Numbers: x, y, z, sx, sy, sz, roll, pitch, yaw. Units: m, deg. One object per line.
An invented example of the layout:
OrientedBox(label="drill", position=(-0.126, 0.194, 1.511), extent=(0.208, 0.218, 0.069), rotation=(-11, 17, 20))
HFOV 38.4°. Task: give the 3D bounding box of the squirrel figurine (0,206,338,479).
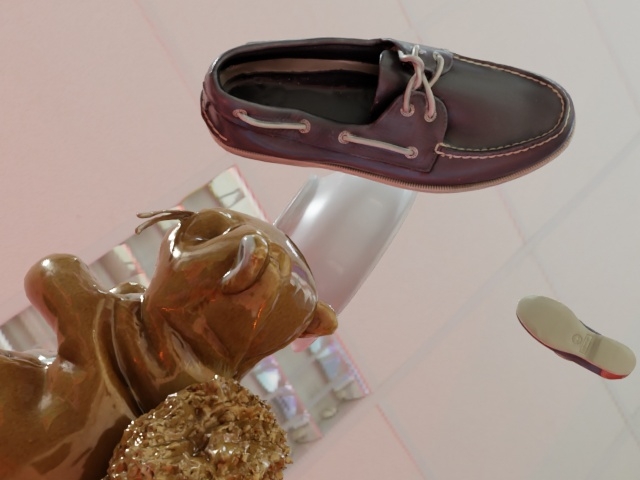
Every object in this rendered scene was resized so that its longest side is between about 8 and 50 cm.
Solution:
OrientedBox(label="squirrel figurine", position=(-0.144, 0.159, 0.870), extent=(0.370, 0.397, 0.281), rotation=(-34, -41, 1))

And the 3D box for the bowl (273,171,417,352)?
OrientedBox(label="bowl", position=(0.000, 0.000, 1.296), extent=(0.134, 0.298, 0.298), rotation=(36, -116, -4))

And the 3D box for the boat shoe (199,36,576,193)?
OrientedBox(label="boat shoe", position=(0.038, -0.071, 0.487), extent=(0.206, 0.065, 0.075), rotation=(3, -103, 1))

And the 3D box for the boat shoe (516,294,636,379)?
OrientedBox(label="boat shoe", position=(0.269, 0.105, 0.980), extent=(0.137, 0.043, 0.049), rotation=(29, -102, 11))
